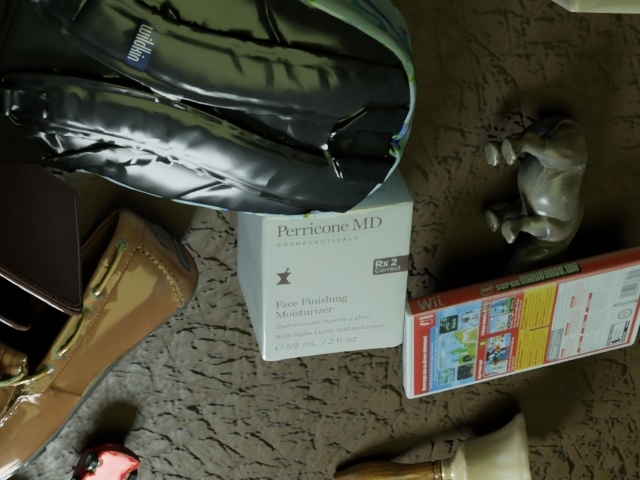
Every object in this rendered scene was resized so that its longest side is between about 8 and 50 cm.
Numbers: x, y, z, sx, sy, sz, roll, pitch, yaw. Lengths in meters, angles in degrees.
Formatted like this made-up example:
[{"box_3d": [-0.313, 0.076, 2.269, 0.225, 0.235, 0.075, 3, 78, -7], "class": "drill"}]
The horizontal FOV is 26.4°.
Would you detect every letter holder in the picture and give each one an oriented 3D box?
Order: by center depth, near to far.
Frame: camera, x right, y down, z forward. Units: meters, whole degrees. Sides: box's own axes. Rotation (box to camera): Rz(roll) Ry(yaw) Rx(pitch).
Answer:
[{"box_3d": [-0.369, -0.023, 1.201, 0.152, 0.214, 0.302, -40, 125, 15], "class": "letter holder"}]

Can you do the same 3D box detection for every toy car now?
[{"box_3d": [-0.323, 0.329, 1.613, 0.225, 0.053, 0.239, -5, 126, -10], "class": "toy car"}]

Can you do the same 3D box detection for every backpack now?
[{"box_3d": [-0.084, -0.162, 1.208, 0.355, 0.273, 0.290, 21, 118, -2], "class": "backpack"}]

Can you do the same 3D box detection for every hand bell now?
[{"box_3d": [0.136, 0.284, 1.686, 0.242, 0.126, 0.126, -6, 128, 6], "class": "hand bell"}]

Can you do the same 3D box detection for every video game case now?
[{"box_3d": [0.234, 0.095, 1.558, 0.285, 0.025, 0.204, -13, 148, -5], "class": "video game case"}]

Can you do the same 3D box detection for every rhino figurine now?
[{"box_3d": [0.238, -0.032, 1.475, 0.106, 0.073, 0.243, -18, 132, -15], "class": "rhino figurine"}]

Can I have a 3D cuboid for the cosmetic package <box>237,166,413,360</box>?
[{"box_3d": [0.000, 0.000, 1.388, 0.151, 0.151, 0.184, -7, 127, -11], "class": "cosmetic package"}]

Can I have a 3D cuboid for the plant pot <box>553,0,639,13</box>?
[{"box_3d": [0.273, -0.275, 1.290, 0.109, 0.109, 0.096, -1, 114, -13], "class": "plant pot"}]

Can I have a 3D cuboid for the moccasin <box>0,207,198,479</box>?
[{"box_3d": [-0.298, 0.119, 1.409, 0.380, 0.139, 0.147, -41, 124, 16], "class": "moccasin"}]
